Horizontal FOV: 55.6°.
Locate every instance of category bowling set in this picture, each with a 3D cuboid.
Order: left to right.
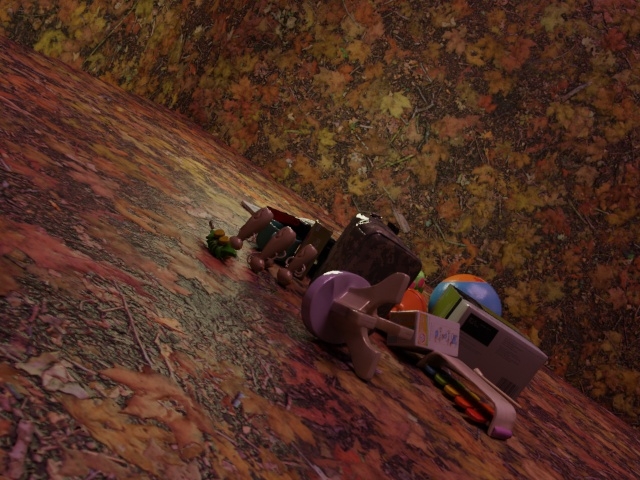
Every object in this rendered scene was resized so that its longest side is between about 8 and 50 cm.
[{"bbox_3d":[-0.105,0.059,1.696,0.287,0.154,0.200,39,-9,43],"label":"bowling set"}]

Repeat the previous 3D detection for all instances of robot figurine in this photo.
[{"bbox_3d":[0.255,0.223,1.932,0.219,0.128,0.158,-16,63,-50],"label":"robot figurine"}]

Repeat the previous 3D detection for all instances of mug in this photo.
[{"bbox_3d":[-0.145,0.003,1.897,0.129,0.097,0.158,40,11,36],"label":"mug"}]

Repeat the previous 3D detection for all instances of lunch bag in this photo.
[{"bbox_3d":[0.108,0.080,1.708,0.213,0.305,0.256,31,10,-22],"label":"lunch bag"}]

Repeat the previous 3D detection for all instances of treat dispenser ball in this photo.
[{"bbox_3d":[0.580,0.280,2.448,0.288,0.288,0.288,33,8,-5],"label":"treat dispenser ball"}]

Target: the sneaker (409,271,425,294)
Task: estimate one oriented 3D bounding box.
[{"bbox_3d":[0.313,0.193,2.467,0.202,0.185,0.483,17,2,9],"label":"sneaker"}]

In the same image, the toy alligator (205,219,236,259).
[{"bbox_3d":[-0.275,0.001,1.581,0.051,0.056,0.190,-17,35,-24],"label":"toy alligator"}]

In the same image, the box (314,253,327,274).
[{"bbox_3d":[0.035,0.117,2.061,0.101,0.060,0.244,32,8,-5],"label":"box"}]

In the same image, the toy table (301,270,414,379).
[{"bbox_3d":[0.097,0.175,1.408,0.161,0.252,0.274,20,9,38],"label":"toy table"}]

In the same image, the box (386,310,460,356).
[{"bbox_3d":[0.307,0.279,1.803,0.203,0.103,0.114,21,-20,-39],"label":"box"}]

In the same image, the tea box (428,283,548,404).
[{"bbox_3d":[0.559,0.357,2.148,0.329,0.220,0.323,34,9,-4],"label":"tea box"}]

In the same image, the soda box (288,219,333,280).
[{"bbox_3d":[-0.034,0.030,1.875,0.058,0.181,0.061,32,8,-11],"label":"soda box"}]

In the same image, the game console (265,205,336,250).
[{"bbox_3d":[0.000,0.000,2.110,0.387,0.060,0.342,31,-8,-28],"label":"game console"}]

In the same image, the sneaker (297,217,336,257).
[{"bbox_3d":[-0.004,0.005,2.412,0.296,0.104,0.147,39,4,9],"label":"sneaker"}]

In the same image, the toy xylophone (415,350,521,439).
[{"bbox_3d":[0.432,0.428,1.711,0.236,0.081,0.323,27,10,-35],"label":"toy xylophone"}]

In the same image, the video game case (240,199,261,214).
[{"bbox_3d":[-0.231,-0.100,2.453,0.157,0.019,0.143,25,12,-49],"label":"video game case"}]
